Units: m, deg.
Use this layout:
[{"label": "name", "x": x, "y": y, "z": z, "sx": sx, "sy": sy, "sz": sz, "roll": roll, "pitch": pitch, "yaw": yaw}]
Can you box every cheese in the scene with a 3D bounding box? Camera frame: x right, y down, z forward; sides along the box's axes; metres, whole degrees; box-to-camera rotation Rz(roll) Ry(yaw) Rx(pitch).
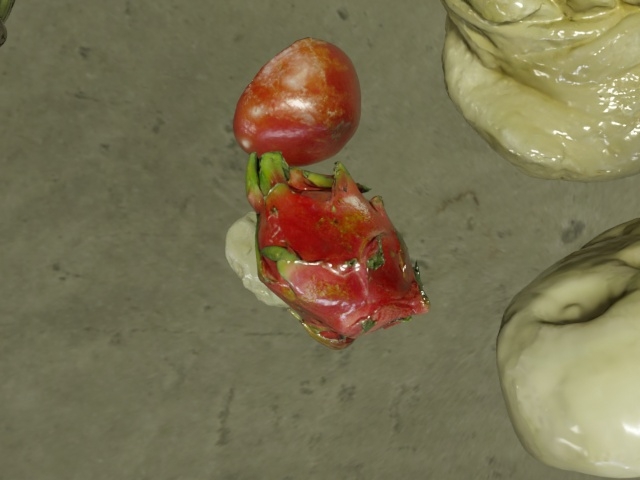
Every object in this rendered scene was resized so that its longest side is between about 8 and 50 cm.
[{"label": "cheese", "x": 0.291, "y": 0.055, "z": 0.666, "sx": 0.351, "sy": 0.328, "sz": 0.129, "roll": -9, "pitch": 100, "yaw": 38}]

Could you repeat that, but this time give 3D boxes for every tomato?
[{"label": "tomato", "x": -0.017, "y": -0.207, "z": 1.636, "sx": 0.233, "sy": 0.200, "sz": 0.139, "roll": -45, "pitch": 57, "yaw": -8}]

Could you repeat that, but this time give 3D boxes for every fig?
[{"label": "fig", "x": 0.001, "y": 0.143, "z": 1.729, "sx": 0.125, "sy": 0.089, "sz": 0.088, "roll": 5, "pitch": 88, "yaw": -17}]

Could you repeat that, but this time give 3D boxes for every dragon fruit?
[{"label": "dragon fruit", "x": 0.017, "y": -0.003, "z": 1.229, "sx": 0.198, "sy": 0.200, "sz": 0.269, "roll": 120, "pitch": 146, "yaw": -41}]

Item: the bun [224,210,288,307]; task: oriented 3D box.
[{"label": "bun", "x": -0.074, "y": 0.045, "z": 1.825, "sx": 0.231, "sy": 0.231, "sz": 0.133, "roll": 36, "pitch": 114, "yaw": 13}]

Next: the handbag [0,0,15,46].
[{"label": "handbag", "x": -0.194, "y": -0.124, "z": 0.460, "sx": 0.111, "sy": 0.047, "sz": 0.072, "roll": 18, "pitch": 105, "yaw": -16}]

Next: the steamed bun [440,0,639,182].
[{"label": "steamed bun", "x": 0.247, "y": -0.259, "z": 0.992, "sx": 0.325, "sy": 0.230, "sz": 0.372, "roll": 41, "pitch": 116, "yaw": 35}]
